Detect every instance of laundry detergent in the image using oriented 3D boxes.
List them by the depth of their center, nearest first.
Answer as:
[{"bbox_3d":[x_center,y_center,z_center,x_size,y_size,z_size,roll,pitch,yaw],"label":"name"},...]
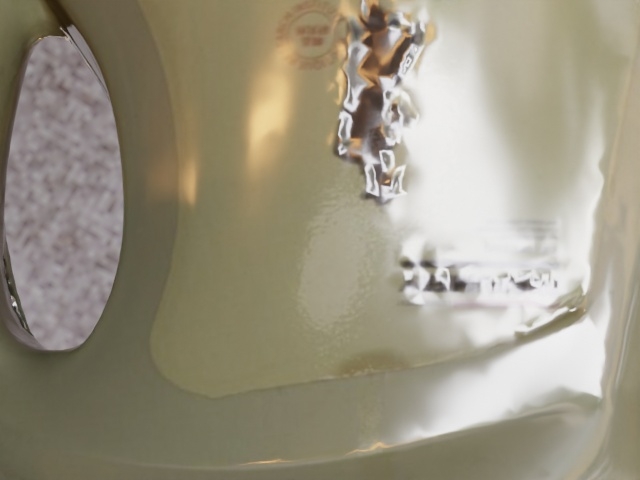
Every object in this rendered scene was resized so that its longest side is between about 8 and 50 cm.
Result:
[{"bbox_3d":[0.000,0.000,0.405,0.181,0.253,0.091,3,168,5],"label":"laundry detergent"}]
